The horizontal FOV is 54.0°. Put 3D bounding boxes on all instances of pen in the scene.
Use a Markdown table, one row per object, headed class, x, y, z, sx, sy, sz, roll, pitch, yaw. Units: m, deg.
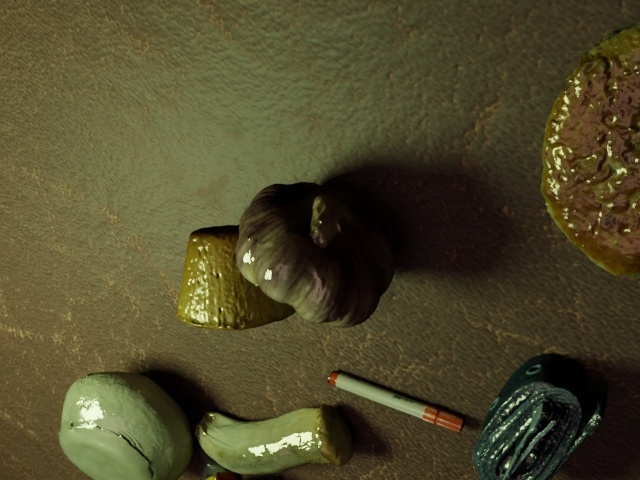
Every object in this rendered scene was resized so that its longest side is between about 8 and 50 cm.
| class | x | y | z | sx | sy | sz | roll | pitch | yaw |
| --- | --- | --- | --- | --- | --- | --- | --- | --- | --- |
| pen | 0.122 | 0.266 | 1.046 | 0.239 | 0.028 | 0.028 | 15 | 117 | 24 |

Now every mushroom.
| class | x | y | z | sx | sy | sz | roll | pitch | yaw |
| --- | --- | --- | --- | --- | --- | --- | --- | --- | --- |
| mushroom | -0.096 | 0.375 | 1.183 | 0.351 | 0.095 | 0.123 | -12 | 80 | 32 |

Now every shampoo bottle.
| class | x | y | z | sx | sy | sz | roll | pitch | yaw |
| --- | --- | --- | --- | --- | --- | --- | --- | --- | --- |
| shampoo bottle | -0.221 | 0.497 | 1.331 | 0.080 | 0.040 | 0.165 | -7 | 107 | 30 |

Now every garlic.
| class | x | y | z | sx | sy | sz | roll | pitch | yaw |
| --- | --- | --- | --- | --- | --- | --- | --- | --- | --- |
| garlic | 0.000 | 0.000 | 0.887 | 0.245 | 0.245 | 0.160 | 34 | 126 | 13 |

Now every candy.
| class | x | y | z | sx | sy | sz | roll | pitch | yaw |
| --- | --- | --- | --- | --- | --- | --- | --- | --- | --- |
| candy | -0.391 | 0.382 | 1.294 | 0.295 | 0.185 | 0.295 | 8 | 124 | 12 |

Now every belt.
| class | x | y | z | sx | sy | sz | roll | pitch | yaw |
| --- | --- | --- | --- | --- | --- | --- | --- | --- | --- |
| belt | 0.295 | 0.271 | 0.888 | 0.122 | 0.128 | 0.218 | 31 | 121 | 16 |

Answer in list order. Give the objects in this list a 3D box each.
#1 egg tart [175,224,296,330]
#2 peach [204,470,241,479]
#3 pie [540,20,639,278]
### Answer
| class | x | y | z | sx | sy | sz | roll | pitch | yaw |
| --- | --- | --- | --- | --- | --- | --- | --- | --- | --- |
| egg tart | -0.139 | 0.052 | 1.014 | 0.202 | 0.202 | 0.147 | 1 | 98 | 29 |
| peach | -0.201 | 0.518 | 1.244 | 0.172 | 0.092 | 0.127 | -60 | 37 | 21 |
| pie | 0.394 | -0.101 | 0.702 | 0.315 | 0.092 | 0.315 | 12 | 116 | 27 |
